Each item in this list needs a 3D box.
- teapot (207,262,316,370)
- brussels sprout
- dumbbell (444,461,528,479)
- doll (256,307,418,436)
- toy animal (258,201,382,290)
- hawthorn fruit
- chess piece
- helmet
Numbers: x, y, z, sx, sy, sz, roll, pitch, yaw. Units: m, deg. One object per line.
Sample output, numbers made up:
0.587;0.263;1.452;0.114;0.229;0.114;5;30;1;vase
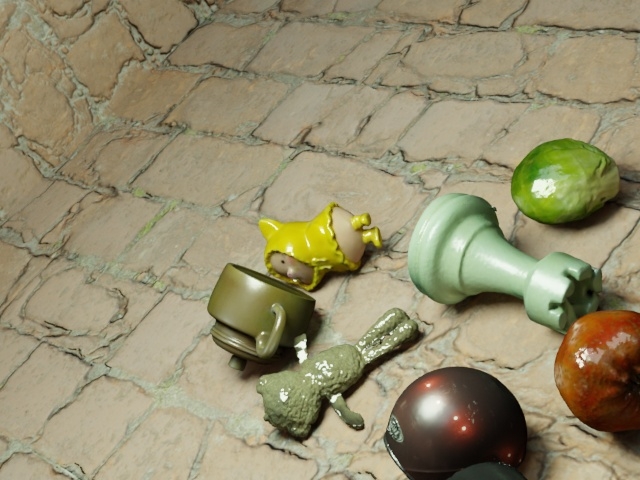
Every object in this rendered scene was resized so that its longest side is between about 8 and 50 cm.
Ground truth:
-0.116;0.154;2.225;0.175;0.185;0.267;-69;18;3;teapot
0.424;-0.104;2.149;0.180;0.144;0.161;-12;12;-10;brussels sprout
0.264;0.442;1.540;0.203;0.204;0.322;-38;34;-8;dumbbell
0.024;0.215;2.115;0.202;0.091;0.286;27;72;15;doll
0.002;0.004;2.341;0.229;0.156;0.156;-13;39;24;toy animal
0.417;0.180;1.781;0.179;0.179;0.200;-34;21;-3;hawthorn fruit
0.308;0.050;2.029;0.299;0.195;0.194;25;63;41;chess piece
0.200;0.284;1.823;0.215;0.193;0.189;-6;30;-14;helmet
